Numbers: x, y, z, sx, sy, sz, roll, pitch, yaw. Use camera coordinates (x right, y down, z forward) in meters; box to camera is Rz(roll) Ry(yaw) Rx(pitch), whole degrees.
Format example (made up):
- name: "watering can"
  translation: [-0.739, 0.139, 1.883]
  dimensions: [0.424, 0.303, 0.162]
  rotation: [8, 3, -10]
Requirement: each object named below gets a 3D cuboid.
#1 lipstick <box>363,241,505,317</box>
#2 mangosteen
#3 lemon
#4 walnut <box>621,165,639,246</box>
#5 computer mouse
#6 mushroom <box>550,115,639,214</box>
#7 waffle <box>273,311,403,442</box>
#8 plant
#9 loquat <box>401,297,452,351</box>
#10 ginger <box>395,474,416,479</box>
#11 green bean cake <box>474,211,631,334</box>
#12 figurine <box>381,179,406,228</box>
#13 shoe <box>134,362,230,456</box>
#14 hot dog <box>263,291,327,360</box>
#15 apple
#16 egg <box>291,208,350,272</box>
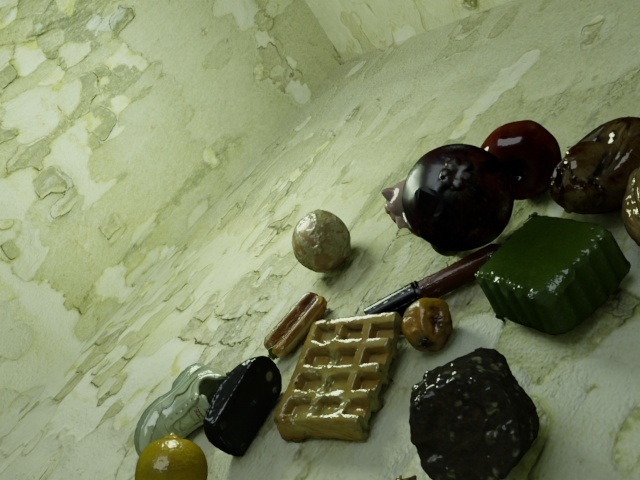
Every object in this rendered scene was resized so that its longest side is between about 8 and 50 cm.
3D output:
- name: "lipstick"
  translation: [0.306, 0.119, 1.750]
  dimensions: [0.418, 0.077, 0.077]
  rotation: [-29, 26, 15]
- name: "mangosteen"
  translation: [0.357, -0.101, 1.740]
  dimensions: [0.311, 0.311, 0.311]
  rotation: [-30, 26, 16]
- name: "lemon"
  translation: [-0.383, 0.597, 1.714]
  dimensions: [0.186, 0.187, 0.244]
  rotation: [-36, 28, 4]
- name: "walnut"
  translation: [0.733, -0.076, 1.391]
  dimensions: [0.198, 0.198, 0.245]
  rotation: [-12, 39, 43]
- name: "computer mouse"
  translation: [-0.215, 0.432, 1.788]
  dimensions: [0.100, 0.170, 0.269]
  rotation: [1, 44, 40]
- name: "mushroom"
  translation: [0.678, -0.165, 1.603]
  dimensions: [0.283, 0.195, 0.263]
  rotation: [-30, 13, -23]
- name: "waffle"
  translation: [0.045, 0.339, 1.682]
  dimensions: [0.304, 0.077, 0.348]
  rotation: [-11, 43, 40]
- name: "plant"
  translation: [0.293, 0.327, 1.278]
  dimensions: [0.215, 0.213, 0.312]
  rotation: [-30, -10, 15]
- name: "loquat"
  translation: [0.261, 0.206, 1.622]
  dimensions: [0.137, 0.113, 0.137]
  rotation: [-21, 43, 20]
- name: "ginger"
  translation: [0.114, 0.549, 1.202]
  dimensions: [0.267, 0.138, 0.152]
  rotation: [-50, 22, -15]
- name: "green bean cake"
  translation: [0.507, 0.075, 1.465]
  dimensions: [0.247, 0.156, 0.250]
  rotation: [-43, 25, -14]
- name: "figurine"
  translation: [0.333, -0.126, 2.088]
  dimensions: [0.287, 0.176, 0.186]
  rotation: [-28, -20, -16]
- name: "shoe"
  translation: [-0.394, 0.500, 1.951]
  dimensions: [0.210, 0.132, 0.342]
  rotation: [-12, 32, 47]
- name: "hot dog"
  translation: [-0.076, 0.264, 2.017]
  dimensions: [0.104, 0.076, 0.250]
  rotation: [22, 65, 40]
- name: "apple"
  translation: [0.559, -0.225, 1.845]
  dimensions: [0.234, 0.234, 0.234]
  rotation: [-30, 26, 16]
- name: "egg"
  translation: [0.000, 0.000, 2.210]
  dimensions: [0.203, 0.203, 0.245]
  rotation: [-33, 26, 10]
